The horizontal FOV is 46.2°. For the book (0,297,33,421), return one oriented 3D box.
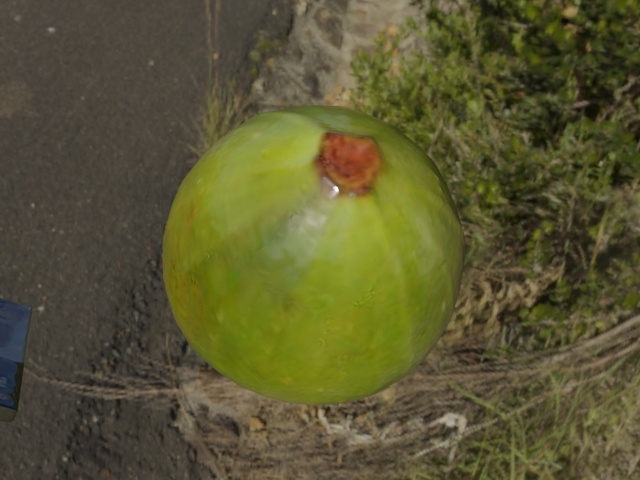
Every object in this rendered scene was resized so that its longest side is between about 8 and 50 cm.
[{"bbox_3d":[-0.489,0.129,0.984,0.202,0.027,0.264,22,16,-24],"label":"book"}]

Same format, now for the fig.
[{"bbox_3d":[0.000,0.000,0.705,0.317,0.316,0.316,5,36,-4],"label":"fig"}]
